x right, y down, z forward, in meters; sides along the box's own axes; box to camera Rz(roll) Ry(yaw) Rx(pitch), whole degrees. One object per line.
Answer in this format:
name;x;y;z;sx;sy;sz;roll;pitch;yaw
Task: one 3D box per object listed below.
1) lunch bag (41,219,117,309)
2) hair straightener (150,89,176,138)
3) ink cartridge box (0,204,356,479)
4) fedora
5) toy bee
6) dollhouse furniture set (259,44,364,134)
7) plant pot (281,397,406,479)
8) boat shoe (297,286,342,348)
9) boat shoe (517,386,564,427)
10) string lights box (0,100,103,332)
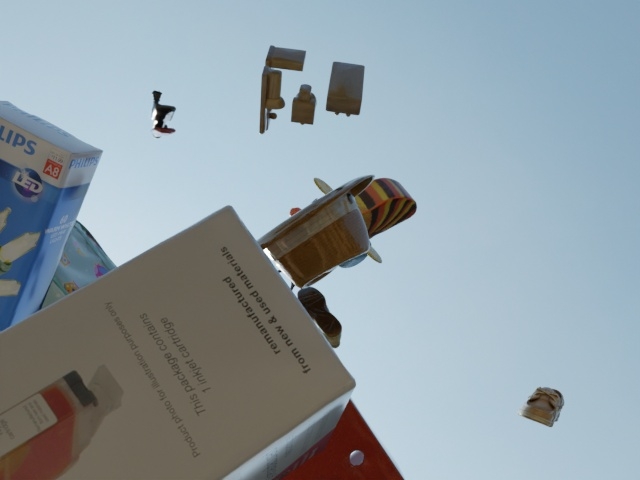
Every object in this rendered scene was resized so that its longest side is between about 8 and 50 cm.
lunch bag;-0.391;0.096;1.098;0.108;0.224;0.279;-29;-72;10
hair straightener;-0.304;-0.244;1.286;0.047;0.230;0.088;2;-85;-13
ink cartridge box;-0.184;0.182;0.494;0.160;0.385;0.279;53;-19;18
fedora;0.000;0.000;0.756;0.194;0.194;0.079;-32;-90;26
toy bee;0.023;-0.015;1.108;0.195;0.298;0.162;31;-14;29
dollhouse furniture set;-0.016;-0.206;1.029;0.151;0.144;0.123;7;-50;0
plant pot;-0.042;0.292;0.894;0.267;0.236;0.267;-36;-76;-16
boat shoe;-0.003;0.152;1.329;0.056;0.153;0.048;-21;-47;-21
boat shoe;0.381;0.279;1.137;0.063;0.170;0.059;19;-89;27
string lights box;-0.368;-0.015;0.767;0.133;0.077;0.259;27;-76;4
